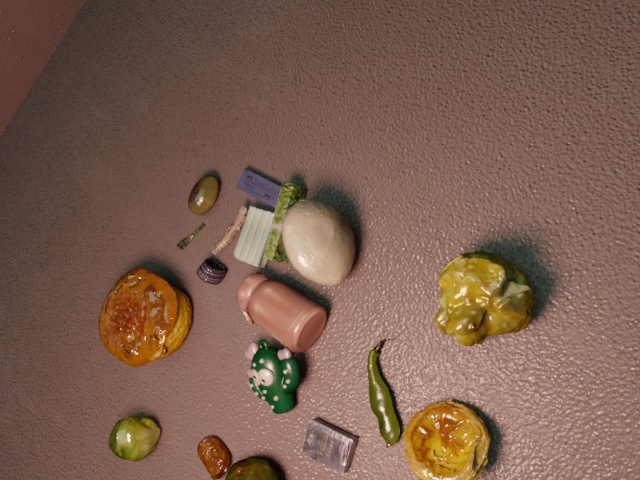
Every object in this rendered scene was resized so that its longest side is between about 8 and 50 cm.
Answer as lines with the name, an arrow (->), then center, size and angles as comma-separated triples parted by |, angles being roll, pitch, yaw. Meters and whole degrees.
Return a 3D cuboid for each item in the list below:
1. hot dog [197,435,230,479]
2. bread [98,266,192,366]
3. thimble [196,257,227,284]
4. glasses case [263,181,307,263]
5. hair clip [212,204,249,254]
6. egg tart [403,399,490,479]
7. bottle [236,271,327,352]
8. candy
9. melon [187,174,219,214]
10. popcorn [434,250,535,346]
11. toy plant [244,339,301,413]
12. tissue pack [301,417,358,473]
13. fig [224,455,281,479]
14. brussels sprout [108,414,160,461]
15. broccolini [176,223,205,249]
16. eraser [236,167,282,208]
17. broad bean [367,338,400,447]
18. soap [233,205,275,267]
hot dog -> -0.362, 0.736, 1.787 | 0.147, 0.065, 0.099 | 41, 99, 38
bread -> -0.635, 0.279, 1.937 | 0.358, 0.204, 0.336 | 26, 94, 31
thimble -> -0.396, 0.110, 1.908 | 0.095, 0.104, 0.066 | 39, 105, 30
glasses case -> -0.126, -0.060, 1.821 | 0.062, 0.095, 0.272 | 13, 85, 32
hair clip -> -0.319, -0.035, 1.937 | 0.034, 0.072, 0.226 | 46, 109, 26
egg tart -> 0.347, 0.562, 1.442 | 0.241, 0.106, 0.241 | -16, 44, 16
bottle -> -0.143, 0.236, 1.733 | 0.297, 0.173, 0.206 | 29, 126, 27
candy -> 0.000, 0.000, 1.648 | 0.185, 0.296, 0.295 | -32, 67, 31
melon -> -0.439, -0.173, 1.993 | 0.099, 0.099, 0.162 | 29, 92, 27
popcorn -> 0.442, 0.163, 1.434 | 0.277, 0.225, 0.276 | 0, 91, 22
toy plant -> -0.157, 0.435, 1.707 | 0.233, 0.113, 0.243 | 15, 113, 35
tissue pack -> 0.027, 0.632, 1.629 | 0.156, 0.051, 0.112 | 17, 88, 27
fig -> -0.208, 0.806, 1.656 | 0.196, 0.195, 0.244 | 3, 116, 26
brussels sprout -> -0.659, 0.704, 1.867 | 0.131, 0.183, 0.145 | -13, 53, 27
broccolini -> -0.499, -0.018, 2.024 | 0.140, 0.035, 0.030 | -42, 69, 11
eraser -> -0.217, -0.191, 1.924 | 0.225, 0.036, 0.081 | 29, 95, 27
broad bean -> 0.190, 0.456, 1.586 | 0.098, 0.056, 0.317 | -7, 74, 25
soap -> -0.223, -0.013, 1.872 | 0.119, 0.066, 0.197 | 18, 88, 29
